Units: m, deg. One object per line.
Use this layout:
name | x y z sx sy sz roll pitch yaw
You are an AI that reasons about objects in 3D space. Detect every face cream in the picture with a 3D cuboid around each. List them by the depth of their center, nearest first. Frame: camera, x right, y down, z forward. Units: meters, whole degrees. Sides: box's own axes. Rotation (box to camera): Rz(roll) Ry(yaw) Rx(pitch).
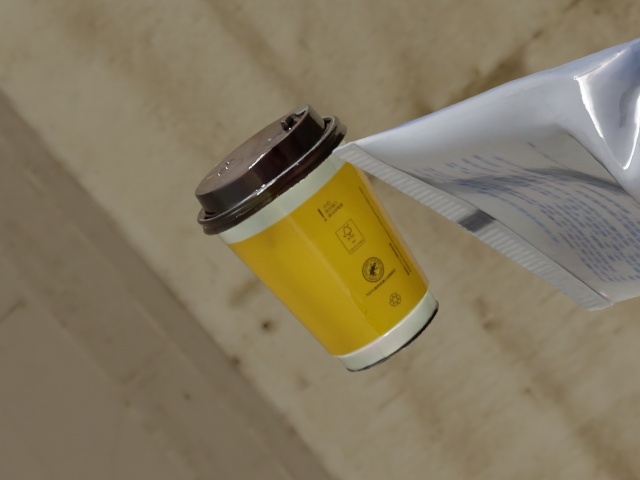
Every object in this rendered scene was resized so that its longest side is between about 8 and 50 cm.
face cream | 0.184 -0.027 1.101 0.235 0.420 0.137 29 -107 -17

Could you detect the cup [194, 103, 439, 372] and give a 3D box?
cup | 0.000 0.000 1.984 0.279 0.196 0.196 53 -156 -15
